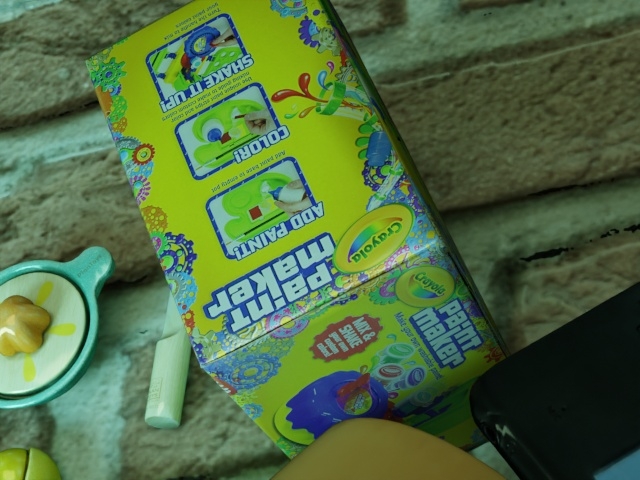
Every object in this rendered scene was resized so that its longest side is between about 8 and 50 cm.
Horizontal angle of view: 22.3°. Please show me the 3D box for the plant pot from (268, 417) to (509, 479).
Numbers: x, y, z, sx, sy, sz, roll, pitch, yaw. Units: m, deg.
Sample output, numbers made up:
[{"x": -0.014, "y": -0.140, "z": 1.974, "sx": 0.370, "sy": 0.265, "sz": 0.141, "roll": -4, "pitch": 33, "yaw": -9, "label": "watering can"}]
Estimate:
[{"x": 0.035, "y": 0.253, "z": 1.053, "sx": 0.291, "sy": 0.291, "sz": 0.203, "roll": 20, "pitch": 59, "yaw": 28, "label": "plant pot"}]

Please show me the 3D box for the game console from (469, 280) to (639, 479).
[{"x": 0.337, "y": 0.154, "z": 1.048, "sx": 0.342, "sy": 0.060, "sz": 0.386, "roll": -25, "pitch": 53, "yaw": -20, "label": "game console"}]

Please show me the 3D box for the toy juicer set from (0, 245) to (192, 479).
[{"x": -0.233, "y": 0.110, "z": 1.333, "sx": 0.329, "sy": 0.089, "sz": 0.209, "roll": -21, "pitch": 57, "yaw": 8, "label": "toy juicer set"}]

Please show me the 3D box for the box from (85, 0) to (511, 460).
[{"x": 0.000, "y": 0.000, "z": 1.184, "sx": 0.177, "sy": 0.290, "sz": 0.279, "roll": -28, "pitch": 56, "yaw": 5, "label": "box"}]
